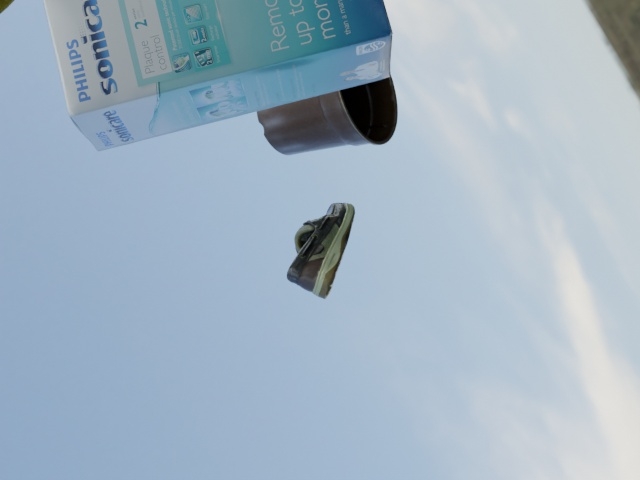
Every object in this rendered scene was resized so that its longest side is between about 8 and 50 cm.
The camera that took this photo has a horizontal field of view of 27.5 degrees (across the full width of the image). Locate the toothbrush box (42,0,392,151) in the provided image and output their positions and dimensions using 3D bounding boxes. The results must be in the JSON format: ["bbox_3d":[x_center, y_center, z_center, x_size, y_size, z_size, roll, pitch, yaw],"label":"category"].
[{"bbox_3d":[-0.101,-0.230,1.203,0.126,0.295,0.216,74,-178,-78],"label":"toothbrush box"}]

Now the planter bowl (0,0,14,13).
[{"bbox_3d":[-0.414,-0.332,1.412,0.090,0.217,0.217,44,-167,28],"label":"planter bowl"}]

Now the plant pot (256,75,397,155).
[{"bbox_3d":[0.004,-0.206,1.960,0.167,0.165,0.167,25,-121,-50],"label":"plant pot"}]

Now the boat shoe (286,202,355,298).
[{"bbox_3d":[0.000,0.000,1.255,0.049,0.056,0.152,21,-154,-3],"label":"boat shoe"}]
